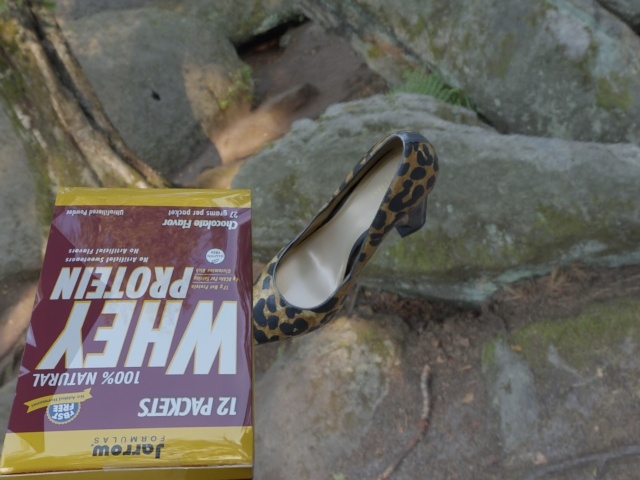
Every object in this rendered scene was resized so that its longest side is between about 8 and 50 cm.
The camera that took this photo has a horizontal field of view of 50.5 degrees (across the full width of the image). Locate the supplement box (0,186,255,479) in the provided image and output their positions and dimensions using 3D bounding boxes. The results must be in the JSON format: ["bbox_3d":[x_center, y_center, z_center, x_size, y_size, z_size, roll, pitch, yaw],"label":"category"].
[{"bbox_3d":[-0.112,0.097,0.471,0.129,0.194,0.191,0,54,-7],"label":"supplement box"}]

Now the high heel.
[{"bbox_3d":[0.000,0.000,0.648,0.261,0.186,0.093,-37,68,-9],"label":"high heel"}]
